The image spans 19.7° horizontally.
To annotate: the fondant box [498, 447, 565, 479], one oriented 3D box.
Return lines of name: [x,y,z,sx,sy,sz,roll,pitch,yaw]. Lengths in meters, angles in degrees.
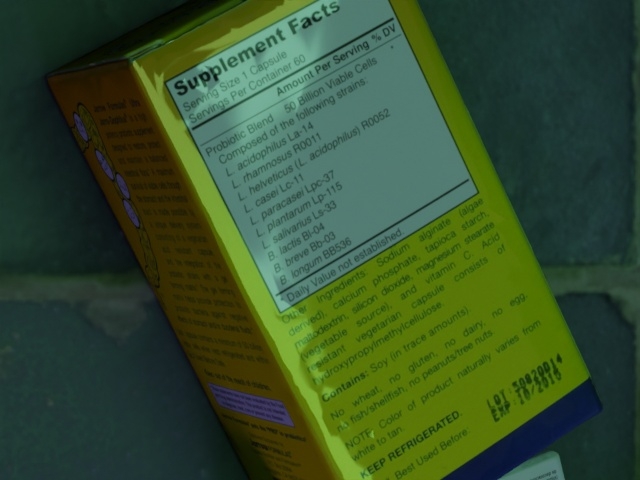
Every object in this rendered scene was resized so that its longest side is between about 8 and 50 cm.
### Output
fondant box: [0.090,0.338,1.325,0.238,0.096,0.330,-17,96,-22]

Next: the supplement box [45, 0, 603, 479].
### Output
supplement box: [0.000,0.000,1.227,0.194,0.195,0.356,-30,103,-21]
